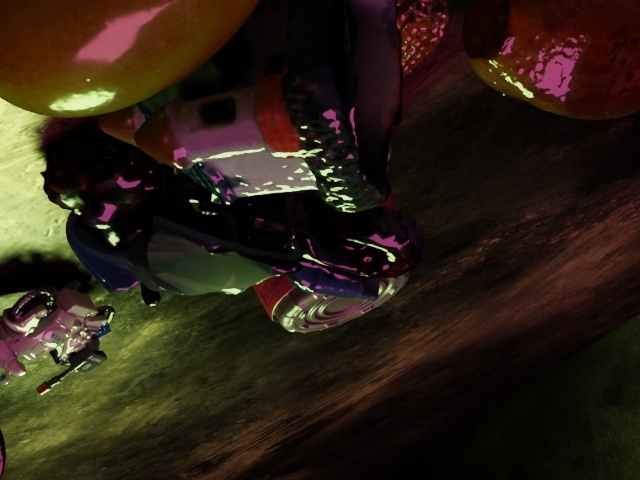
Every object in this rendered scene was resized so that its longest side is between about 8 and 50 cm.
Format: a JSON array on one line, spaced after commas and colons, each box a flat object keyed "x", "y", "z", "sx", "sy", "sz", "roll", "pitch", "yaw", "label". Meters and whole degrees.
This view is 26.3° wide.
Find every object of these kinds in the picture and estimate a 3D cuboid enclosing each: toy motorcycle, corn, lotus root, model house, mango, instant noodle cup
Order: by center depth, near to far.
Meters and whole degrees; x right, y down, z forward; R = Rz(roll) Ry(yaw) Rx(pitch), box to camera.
[{"x": -0.145, "y": -0.192, "z": 1.061, "sx": 0.273, "sy": 0.149, "sz": 0.185, "roll": -27, "pitch": 159, "yaw": -6, "label": "mango"}, {"x": -0.080, "y": -0.139, "z": 1.205, "sx": 0.291, "sy": 0.253, "sz": 0.184, "roll": -12, "pitch": 145, "yaw": 19, "label": "model house"}, {"x": 0.032, "y": -0.178, "z": 1.398, "sx": 0.091, "sy": 0.091, "sz": 0.260, "roll": -33, "pitch": 175, "yaw": -43, "label": "corn"}, {"x": 0.266, "y": -0.224, "z": 1.470, "sx": 0.291, "sy": 0.193, "sz": 0.193, "roll": -11, "pitch": 157, "yaw": -42, "label": "lotus root"}, {"x": -0.104, "y": -0.012, "z": 1.495, "sx": 0.416, "sy": 0.172, "sz": 0.232, "roll": 10, "pitch": 153, "yaw": -16, "label": "toy motorcycle"}, {"x": 0.000, "y": 0.000, "z": 1.694, "sx": 0.258, "sy": 0.181, "sz": 0.302, "roll": -19, "pitch": 160, "yaw": -14, "label": "instant noodle cup"}, {"x": -0.348, "y": 0.118, "z": 1.720, "sx": 0.150, "sy": 0.102, "sz": 0.221, "roll": -41, "pitch": 159, "yaw": 8, "label": "toy motorcycle"}]

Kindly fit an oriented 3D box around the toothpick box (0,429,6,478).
[{"x": -0.505, "y": 0.318, "z": 1.786, "sx": 0.192, "sy": 0.192, "sz": 0.294, "roll": -22, "pitch": -159, "yaw": -7, "label": "toothpick box"}]
